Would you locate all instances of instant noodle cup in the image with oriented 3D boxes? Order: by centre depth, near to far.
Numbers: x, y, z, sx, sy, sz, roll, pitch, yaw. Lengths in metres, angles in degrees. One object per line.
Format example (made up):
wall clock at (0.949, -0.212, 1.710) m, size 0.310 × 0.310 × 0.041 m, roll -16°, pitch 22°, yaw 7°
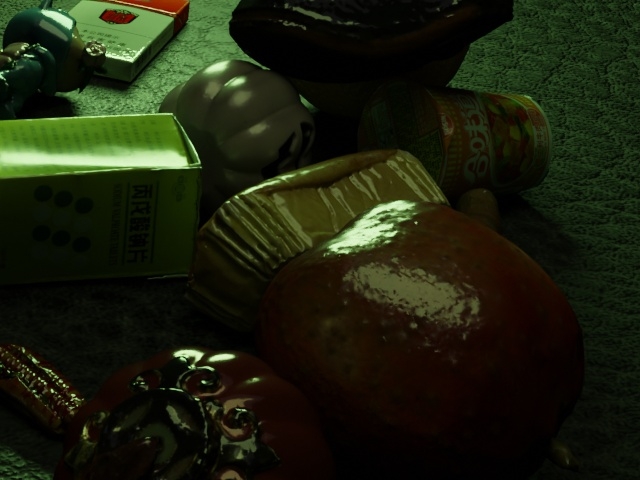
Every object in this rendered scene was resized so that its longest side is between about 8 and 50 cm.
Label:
instant noodle cup at (0.164, -0.111, 2.216) m, size 0.185 × 0.168 × 0.168 m, roll -5°, pitch 29°, yaw -35°

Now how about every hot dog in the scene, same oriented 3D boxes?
hot dog at (-0.260, 0.135, 1.762) m, size 0.062 × 0.038 × 0.144 m, roll -16°, pitch 36°, yaw -37°

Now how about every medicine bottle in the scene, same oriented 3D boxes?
medicine bottle at (-0.255, -0.041, 1.992) m, size 0.250 × 0.137 × 0.141 m, roll -4°, pitch 30°, yaw -18°

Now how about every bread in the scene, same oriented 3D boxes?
bread at (0.000, 0.000, 1.966) m, size 0.288 × 0.152 × 0.119 m, roll -19°, pitch 53°, yaw -39°

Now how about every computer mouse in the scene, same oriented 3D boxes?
computer mouse at (0.059, -0.238, 2.153) m, size 0.323 × 0.116 × 0.183 m, roll -5°, pitch 4°, yaw -2°

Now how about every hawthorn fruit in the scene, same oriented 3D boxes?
hawthorn fruit at (0.096, 0.115, 1.657) m, size 0.299 × 0.275 × 0.275 m, roll 32°, pitch 35°, yaw 16°

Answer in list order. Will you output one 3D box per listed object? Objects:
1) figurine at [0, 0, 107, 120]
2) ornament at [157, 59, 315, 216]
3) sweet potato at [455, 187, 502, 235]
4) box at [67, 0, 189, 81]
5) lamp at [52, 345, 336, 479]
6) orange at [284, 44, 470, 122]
figurine at (-0.335, -0.209, 2.342) m, size 0.144 × 0.114 × 0.178 m, roll 19°, pitch 41°, yaw 8°
ornament at (-0.091, -0.114, 2.131) m, size 0.177 × 0.177 × 0.177 m, roll 5°, pitch 28°, yaw -3°
sweet potato at (0.168, 0.036, 1.990) m, size 0.109 × 0.109 × 0.385 m, roll 3°, pitch 22°, yaw -8°
box at (-0.274, -0.278, 2.549) m, size 0.139 × 0.035 × 0.245 m, roll 12°, pitch 29°, yaw 11°
lamp at (-0.102, 0.190, 1.507) m, size 0.227 × 0.227 × 0.227 m, roll 5°, pitch 28°, yaw -3°
orange at (0.060, -0.278, 2.373) m, size 0.274 × 0.274 × 0.274 m, roll 5°, pitch 28°, yaw -3°
